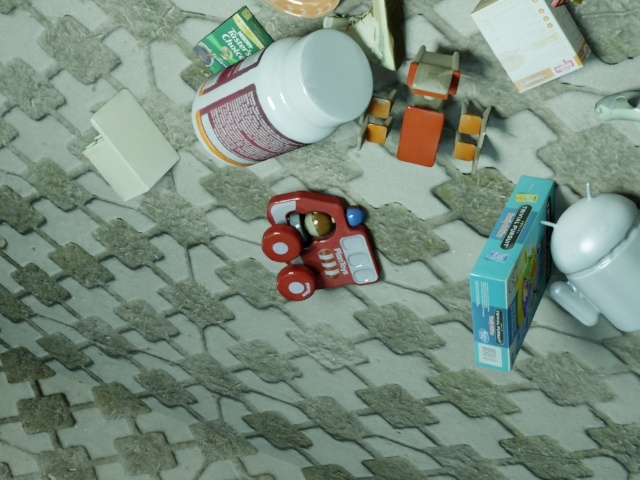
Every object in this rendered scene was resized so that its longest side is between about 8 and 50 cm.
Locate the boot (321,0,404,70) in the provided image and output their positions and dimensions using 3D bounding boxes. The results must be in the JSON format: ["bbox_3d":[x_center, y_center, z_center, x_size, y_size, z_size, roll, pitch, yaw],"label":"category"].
[{"bbox_3d":[0.080,-0.445,1.898,0.165,0.077,0.213,14,142,24],"label":"boot"}]

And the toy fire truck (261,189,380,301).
[{"bbox_3d":[0.000,0.000,2.328,0.253,0.169,0.302,-11,125,12],"label":"toy fire truck"}]

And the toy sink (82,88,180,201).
[{"bbox_3d":[-0.510,-0.245,2.426,0.131,0.153,0.234,-18,118,43],"label":"toy sink"}]

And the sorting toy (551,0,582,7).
[{"bbox_3d":[0.465,-0.506,1.554,0.046,0.132,0.275,49,141,19],"label":"sorting toy"}]

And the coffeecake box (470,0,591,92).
[{"bbox_3d":[0.393,-0.388,1.748,0.142,0.068,0.185,-19,115,43],"label":"coffeecake box"}]

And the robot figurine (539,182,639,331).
[{"bbox_3d":[0.610,0.045,1.903,0.300,0.200,0.353,-44,100,10],"label":"robot figurine"}]

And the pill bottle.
[{"bbox_3d":[-0.084,-0.298,1.973,0.392,0.224,0.224,-12,121,52],"label":"pill bottle"}]

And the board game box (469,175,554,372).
[{"bbox_3d":[0.408,0.065,1.955,0.079,0.336,0.254,11,133,26],"label":"board game box"}]

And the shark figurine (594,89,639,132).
[{"bbox_3d":[0.641,-0.240,1.704,0.278,0.116,0.166,27,172,22],"label":"shark figurine"}]

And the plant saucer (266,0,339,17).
[{"bbox_3d":[-0.047,-0.538,1.899,0.199,0.037,0.200,16,149,10],"label":"plant saucer"}]

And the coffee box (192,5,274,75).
[{"bbox_3d":[-0.198,-0.439,2.119,0.184,0.040,0.113,-22,114,44],"label":"coffee box"}]

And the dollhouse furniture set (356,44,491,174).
[{"bbox_3d":[0.210,-0.250,1.897,0.261,0.135,0.259,12,138,6],"label":"dollhouse furniture set"}]
